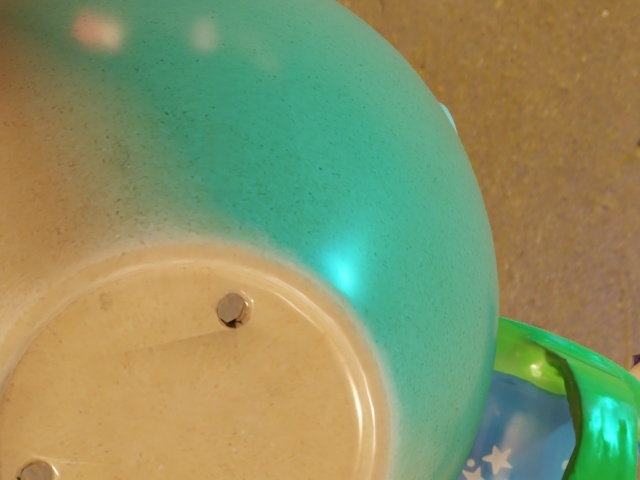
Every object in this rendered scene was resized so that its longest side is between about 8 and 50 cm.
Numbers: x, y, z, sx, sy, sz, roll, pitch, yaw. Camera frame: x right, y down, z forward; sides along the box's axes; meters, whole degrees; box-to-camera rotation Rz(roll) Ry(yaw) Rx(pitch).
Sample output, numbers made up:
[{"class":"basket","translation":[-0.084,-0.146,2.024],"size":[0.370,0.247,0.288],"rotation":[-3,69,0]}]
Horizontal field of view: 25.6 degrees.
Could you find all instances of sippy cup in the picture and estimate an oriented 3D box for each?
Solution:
[{"class":"sippy cup","translation":[0.081,0.185,0.918],"size":[0.240,0.305,0.224],"rotation":[11,69,15]}]

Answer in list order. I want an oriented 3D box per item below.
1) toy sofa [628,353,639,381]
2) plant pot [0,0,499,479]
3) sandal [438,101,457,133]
[{"class":"toy sofa","translation":[0.421,0.201,1.151],"size":[0.177,0.150,0.363],"rotation":[-38,64,17]},{"class":"plant pot","translation":[-0.056,0.039,0.514],"size":[0.284,0.191,0.284],"rotation":[-2,103,-8]},{"class":"sandal","translation":[-0.102,-0.035,0.908],"size":[0.416,0.169,0.102],"rotation":[-23,103,-29]}]
